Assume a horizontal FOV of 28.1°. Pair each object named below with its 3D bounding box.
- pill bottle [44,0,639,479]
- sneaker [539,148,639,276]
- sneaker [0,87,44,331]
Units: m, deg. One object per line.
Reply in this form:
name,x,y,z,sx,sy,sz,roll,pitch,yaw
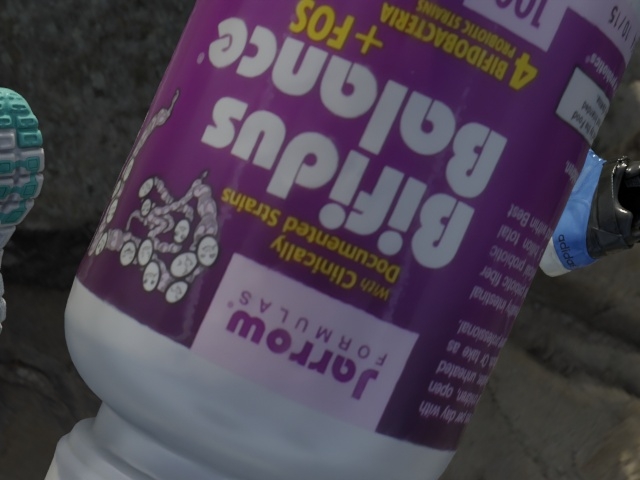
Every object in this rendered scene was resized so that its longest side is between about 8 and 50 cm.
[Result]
pill bottle,0.000,0.000,0.516,0.169,0.169,0.301,23,90,8
sneaker,0.201,-0.043,0.918,0.084,0.058,0.152,-18,35,30
sneaker,-0.207,-0.018,0.729,0.065,0.166,0.076,5,29,-35
